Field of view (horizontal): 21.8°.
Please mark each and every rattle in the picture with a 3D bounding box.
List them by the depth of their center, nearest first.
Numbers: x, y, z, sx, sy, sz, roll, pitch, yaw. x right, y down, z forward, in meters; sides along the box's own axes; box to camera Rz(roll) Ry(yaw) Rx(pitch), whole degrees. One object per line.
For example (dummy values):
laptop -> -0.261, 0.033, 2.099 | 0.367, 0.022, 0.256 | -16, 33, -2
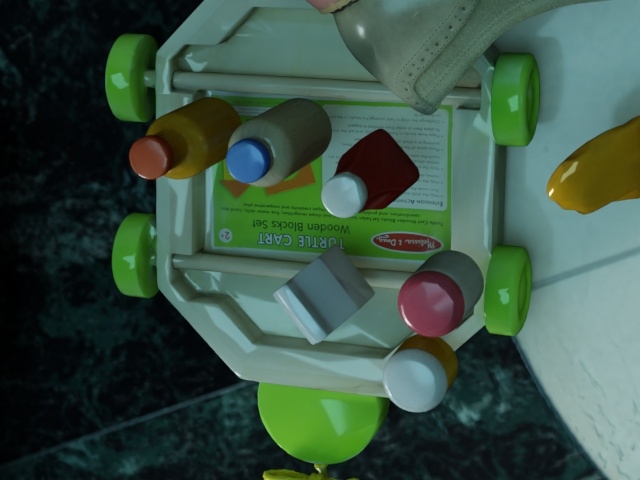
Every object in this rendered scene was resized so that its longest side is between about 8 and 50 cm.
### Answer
rattle -> 0.249, -0.007, 0.907 | 0.199, 0.143, 0.130 | 51, 132, 9

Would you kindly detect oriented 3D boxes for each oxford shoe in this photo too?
oxford shoe -> 0.154, -0.207, 0.916 | 0.348, 0.123, 0.130 | -35, 105, 12

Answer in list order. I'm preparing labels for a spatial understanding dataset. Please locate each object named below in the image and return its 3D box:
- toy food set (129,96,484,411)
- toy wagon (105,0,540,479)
toy food set -> 0.003, 0.001, 0.954 | 0.111, 0.104, 0.232 | -38, 90, 23
toy wagon -> 0.000, 0.000, 1.050 | 0.267, 0.068, 0.344 | 5, 106, 18
